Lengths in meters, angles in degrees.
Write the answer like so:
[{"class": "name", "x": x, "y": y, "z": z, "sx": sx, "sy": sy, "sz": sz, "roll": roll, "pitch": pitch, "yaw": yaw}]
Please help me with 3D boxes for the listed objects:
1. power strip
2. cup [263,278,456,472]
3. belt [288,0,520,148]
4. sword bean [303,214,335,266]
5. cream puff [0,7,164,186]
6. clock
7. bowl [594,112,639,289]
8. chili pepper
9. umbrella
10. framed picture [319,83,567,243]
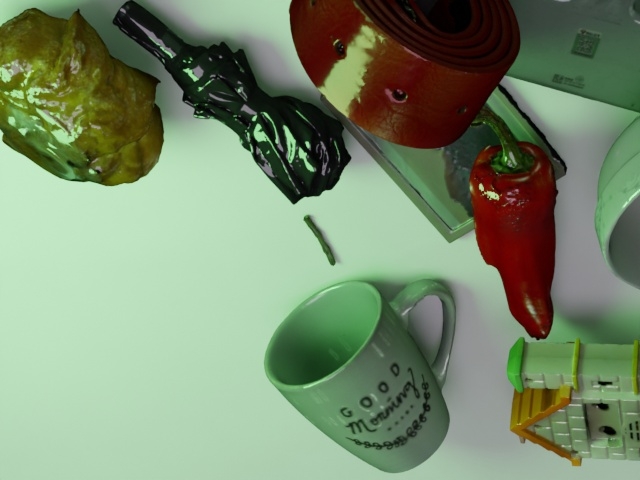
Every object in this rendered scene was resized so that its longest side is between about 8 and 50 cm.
[{"class": "power strip", "x": 0.307, "y": -0.255, "z": 1.460, "sx": 0.265, "sy": 0.059, "sz": 0.193, "roll": 17, "pitch": 130, "yaw": 1}, {"class": "cup", "x": 0.093, "y": 0.173, "z": 1.758, "sx": 0.258, "sy": 0.186, "sz": 0.234, "roll": -40, "pitch": 120, "yaw": 3}, {"class": "belt", "x": 0.088, "y": -0.237, "z": 1.376, "sx": 0.227, "sy": 0.324, "sz": 0.115, "roll": 19, "pitch": 129, "yaw": -20}, {"class": "sword bean", "x": 0.000, "y": 0.000, "z": 1.738, "sx": 0.012, "sy": 0.012, "sz": 0.083, "roll": -20, "pitch": 117, "yaw": 24}, {"class": "cream puff", "x": -0.311, "y": -0.169, "z": 1.581, "sx": 0.269, "sy": 0.155, "sz": 0.241, "roll": 34, "pitch": 159, "yaw": -19}, {"class": "clock", "x": 0.381, "y": 0.210, "z": 1.717, "sx": 0.255, "sy": 0.106, "sz": 0.220, "roll": 1, "pitch": 141, "yaw": 17}, {"class": "bowl", "x": 0.442, "y": -0.076, "z": 1.471, "sx": 0.287, "sy": 0.143, "sz": 0.287, "roll": -7, "pitch": 144, "yaw": -5}, {"class": "chili pepper", "x": 0.244, "y": -0.014, "z": 1.597, "sx": 0.110, "sy": 0.110, "sz": 0.387, "roll": -2, "pitch": 135, "yaw": 14}, {"class": "umbrella", "x": -0.110, "y": -0.178, "z": 1.594, "sx": 0.340, "sy": 0.118, "sz": 0.118, "roll": 37, "pitch": 124, "yaw": -7}, {"class": "framed picture", "x": 0.154, "y": -0.133, "z": 1.607, "sx": 0.192, "sy": 0.018, "sz": 0.265, "roll": -33, "pitch": 112, "yaw": 28}]
